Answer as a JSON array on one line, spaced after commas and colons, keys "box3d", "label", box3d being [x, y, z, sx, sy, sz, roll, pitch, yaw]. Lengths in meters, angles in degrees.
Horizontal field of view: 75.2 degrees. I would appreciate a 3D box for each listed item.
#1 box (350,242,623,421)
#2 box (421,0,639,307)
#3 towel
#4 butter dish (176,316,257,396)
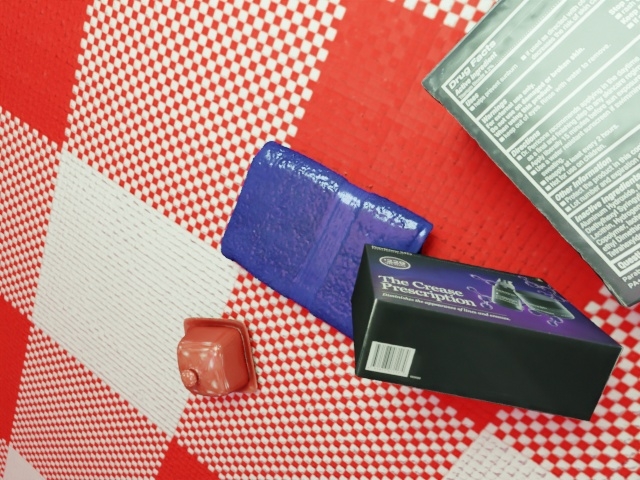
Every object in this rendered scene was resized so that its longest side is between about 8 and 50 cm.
[{"box3d": [0.176, 0.099, 0.516, 0.261, 0.184, 0.103, 11, 106, -1], "label": "box"}, {"box3d": [0.321, -0.148, 0.401, 0.296, 0.182, 0.294, -44, 68, 27], "label": "box"}, {"box3d": [0.000, 0.000, 0.677, 0.308, 0.076, 0.228, 30, 107, 14], "label": "towel"}, {"box3d": [-0.219, 0.240, 0.801, 0.159, 0.118, 0.160, -3, 101, 23], "label": "butter dish"}]
